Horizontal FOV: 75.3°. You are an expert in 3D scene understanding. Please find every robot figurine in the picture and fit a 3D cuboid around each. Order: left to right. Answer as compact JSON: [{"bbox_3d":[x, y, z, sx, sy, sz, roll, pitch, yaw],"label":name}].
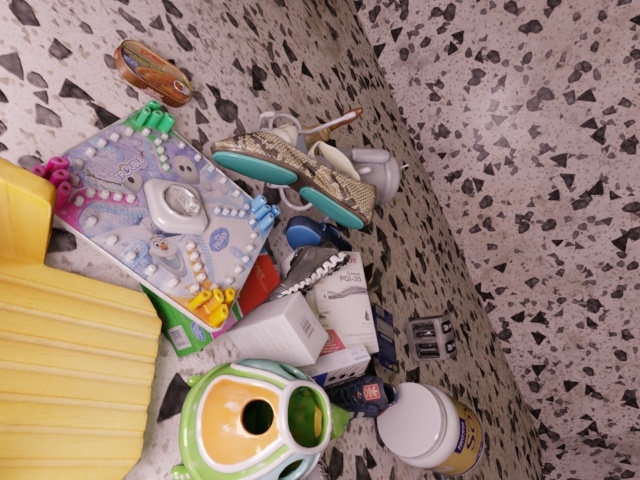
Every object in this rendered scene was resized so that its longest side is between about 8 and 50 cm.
[{"bbox_3d":[0.124,-0.216,1.421,0.353,0.300,0.200,-4,71,-18],"label":"robot figurine"}]

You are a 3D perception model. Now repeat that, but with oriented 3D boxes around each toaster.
[{"bbox_3d":[0.437,0.389,1.663,0.110,0.185,0.168,2,77,-55],"label":"toaster"}]

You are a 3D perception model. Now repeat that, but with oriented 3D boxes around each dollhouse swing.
[{"bbox_3d":[-0.322,0.135,0.492,0.304,0.315,0.347,17,54,-29],"label":"dollhouse swing"}]

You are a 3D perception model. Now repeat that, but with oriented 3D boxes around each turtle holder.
[{"bbox_3d":[-0.088,0.352,0.764,0.320,0.227,0.243,51,33,-26],"label":"turtle holder"}]

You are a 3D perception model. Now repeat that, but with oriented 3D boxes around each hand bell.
[{"bbox_3d":[0.047,-0.403,1.468,0.126,0.242,0.126,38,41,-42],"label":"hand bell"}]

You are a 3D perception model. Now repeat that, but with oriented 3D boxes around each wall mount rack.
[{"bbox_3d":[-0.028,-0.273,1.266,0.304,0.130,0.350,-4,71,-21],"label":"wall mount rack"}]

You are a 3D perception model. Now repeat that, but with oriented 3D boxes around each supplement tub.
[{"bbox_3d":[0.348,0.590,1.302,0.331,0.241,0.241,39,41,-41],"label":"supplement tub"}]

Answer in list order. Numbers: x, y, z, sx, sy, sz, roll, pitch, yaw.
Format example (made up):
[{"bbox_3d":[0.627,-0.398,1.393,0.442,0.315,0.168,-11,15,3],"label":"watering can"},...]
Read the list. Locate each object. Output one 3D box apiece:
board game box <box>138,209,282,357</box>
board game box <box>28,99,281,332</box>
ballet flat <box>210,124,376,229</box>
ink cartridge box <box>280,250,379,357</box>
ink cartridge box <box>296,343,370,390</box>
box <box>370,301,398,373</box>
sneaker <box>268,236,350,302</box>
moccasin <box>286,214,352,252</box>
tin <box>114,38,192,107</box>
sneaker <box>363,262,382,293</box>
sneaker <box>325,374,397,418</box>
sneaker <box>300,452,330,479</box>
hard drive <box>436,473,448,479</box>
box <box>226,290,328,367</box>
[{"bbox_3d":[-0.230,0.060,0.890,0.242,0.064,0.316,64,30,-6],"label":"board game box"},{"bbox_3d":[-0.273,-0.076,0.810,0.390,0.050,0.390,42,32,-17],"label":"board game box"},{"bbox_3d":[-0.045,-0.194,1.101,0.482,0.164,0.182,24,74,-26],"label":"ballet flat"},{"bbox_3d":[0.019,0.172,1.107,0.207,0.117,0.283,4,66,-31],"label":"ink cartridge box"},{"bbox_3d":[0.009,0.311,0.970,0.207,0.097,0.046,-10,47,-24],"label":"ink cartridge box"},{"bbox_3d":[0.218,0.346,1.457,0.136,0.036,0.225,37,40,-41],"label":"box"},{"bbox_3d":[-0.044,0.069,1.006,0.234,0.078,0.106,-32,72,-26],"label":"sneaker"},{"bbox_3d":[0.000,0.000,1.257,0.342,0.137,0.117,46,47,-55],"label":"moccasin"},{"bbox_3d":[-0.384,-0.384,0.964,0.189,0.040,0.106,23,56,-51],"label":"tin"},{"bbox_3d":[0.186,0.160,1.498,0.086,0.064,0.192,55,29,-13],"label":"sneaker"},{"bbox_3d":[0.083,0.404,1.084,0.350,0.148,0.131,19,56,-50],"label":"sneaker"},{"bbox_3d":[0.017,0.530,0.914,0.086,0.132,0.229,45,37,-34],"label":"sneaker"},{"bbox_3d":[0.436,0.803,1.523,0.094,0.022,0.135,-5,76,-59],"label":"hard drive"},{"bbox_3d":[-0.093,0.207,0.909,0.130,0.170,0.091,59,32,-14],"label":"box"}]
